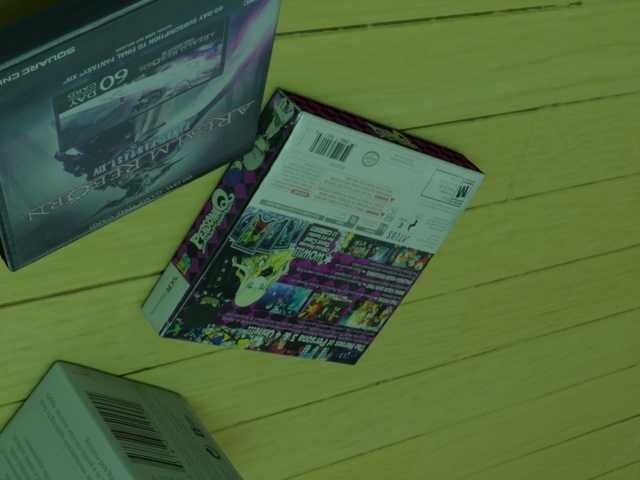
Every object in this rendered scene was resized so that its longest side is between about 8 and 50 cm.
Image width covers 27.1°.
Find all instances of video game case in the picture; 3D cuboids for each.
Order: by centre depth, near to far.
[{"bbox_3d":[-0.118,-0.079,0.810,0.196,0.026,0.274,-28,164,-17],"label":"video game case"},{"bbox_3d":[0.000,0.000,1.064,0.232,0.042,0.210,13,116,-47],"label":"video game case"}]

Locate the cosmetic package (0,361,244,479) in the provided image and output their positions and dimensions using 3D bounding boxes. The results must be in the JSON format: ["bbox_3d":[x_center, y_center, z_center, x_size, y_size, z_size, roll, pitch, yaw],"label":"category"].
[{"bbox_3d":[-0.174,0.221,1.033,0.183,0.151,0.151,-51,142,12],"label":"cosmetic package"}]
